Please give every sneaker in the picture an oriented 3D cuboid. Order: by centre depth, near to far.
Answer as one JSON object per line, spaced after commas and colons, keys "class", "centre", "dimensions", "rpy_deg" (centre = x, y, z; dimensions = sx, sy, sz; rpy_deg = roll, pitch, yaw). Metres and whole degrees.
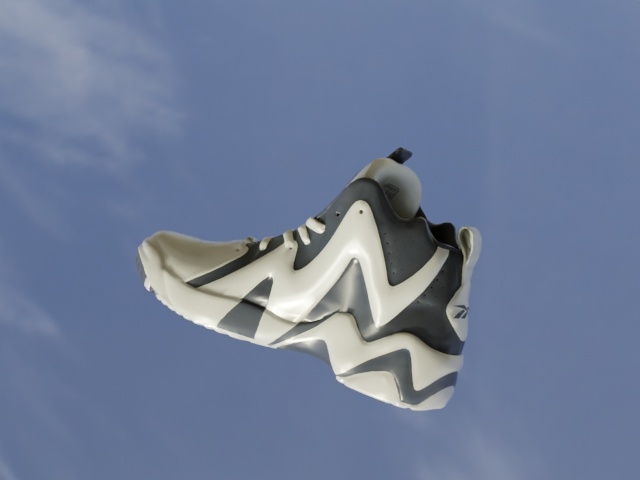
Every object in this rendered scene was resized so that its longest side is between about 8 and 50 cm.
{"class": "sneaker", "centre": [0.000, 0.000, 1.295], "dimensions": [0.235, 0.153, 0.094], "rpy_deg": [23, -173, 27]}
